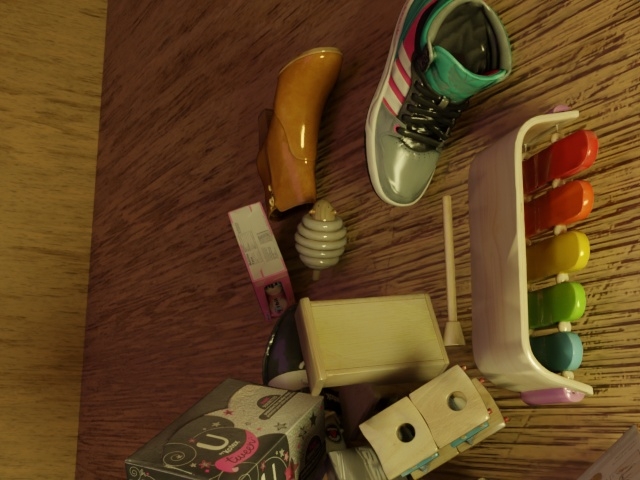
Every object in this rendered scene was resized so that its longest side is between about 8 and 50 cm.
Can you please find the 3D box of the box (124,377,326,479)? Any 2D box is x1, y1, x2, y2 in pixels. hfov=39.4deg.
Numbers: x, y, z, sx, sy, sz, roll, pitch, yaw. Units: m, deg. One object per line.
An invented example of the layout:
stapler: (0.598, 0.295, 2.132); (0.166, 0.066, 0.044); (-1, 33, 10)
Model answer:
box: (-0.111, 0.298, 1.154); (0.163, 0.247, 0.142); (6, 110, 25)

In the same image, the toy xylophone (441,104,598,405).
toy xylophone: (0.212, 0.017, 0.982); (0.236, 0.081, 0.323); (168, 106, -74)

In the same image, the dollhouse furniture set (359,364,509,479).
dollhouse furniture set: (0.156, 0.248, 0.952); (0.129, 0.129, 0.184); (-34, 67, 8)

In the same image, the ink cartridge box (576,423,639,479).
ink cartridge box: (0.254, 0.293, 0.785); (0.189, 0.066, 0.232); (-52, -1, 20)

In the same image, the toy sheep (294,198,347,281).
toy sheep: (0.000, 0.000, 1.388); (0.091, 0.091, 0.132); (-146, 53, -59)

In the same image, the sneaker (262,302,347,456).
sneaker: (-0.011, 0.260, 1.334); (0.146, 0.122, 0.331); (1, 84, 44)

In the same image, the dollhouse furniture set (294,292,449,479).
dollhouse furniture set: (0.040, 0.175, 1.131); (0.242, 0.161, 0.212); (109, 153, -52)

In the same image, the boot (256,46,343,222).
boot: (-0.026, -0.162, 1.471); (0.295, 0.104, 0.211); (138, 127, -57)

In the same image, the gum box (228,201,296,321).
gum box: (-0.097, 0.038, 1.526); (0.107, 0.062, 0.188); (76, 173, -46)

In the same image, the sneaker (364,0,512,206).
sneaker: (0.151, -0.182, 1.118); (0.178, 0.123, 0.296); (-158, 78, -71)

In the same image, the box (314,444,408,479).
box: (0.043, 0.482, 1.066); (0.395, 0.097, 0.318); (110, 145, -43)
